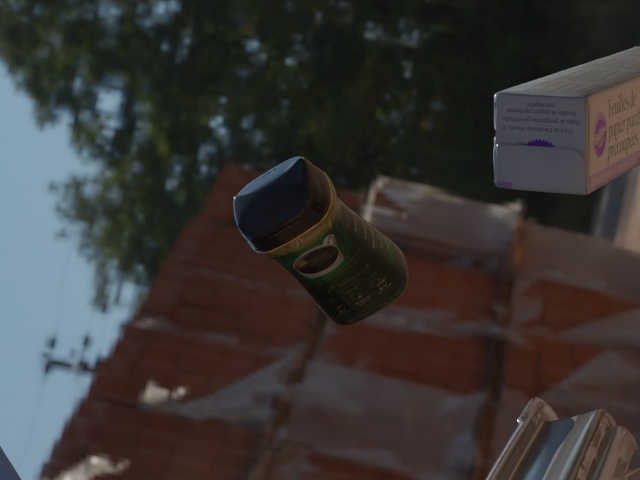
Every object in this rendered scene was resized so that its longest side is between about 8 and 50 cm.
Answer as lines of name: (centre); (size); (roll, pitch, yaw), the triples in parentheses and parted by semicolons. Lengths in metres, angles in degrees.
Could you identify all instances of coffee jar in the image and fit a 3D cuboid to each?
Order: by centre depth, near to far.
coffee jar: (0.000, 0.000, 1.602); (0.184, 0.096, 0.079); (44, -157, -42)

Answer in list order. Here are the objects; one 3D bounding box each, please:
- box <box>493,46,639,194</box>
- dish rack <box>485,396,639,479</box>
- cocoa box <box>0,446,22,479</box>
box: (0.206, -0.091, 1.177); (0.324, 0.067, 0.063); (-25, -64, -62)
dish rack: (0.169, 0.239, 0.886); (0.285, 0.072, 0.333); (71, -161, -4)
cocoa box: (-0.366, 0.102, 0.945); (0.228, 0.231, 0.347); (-57, -35, -32)
